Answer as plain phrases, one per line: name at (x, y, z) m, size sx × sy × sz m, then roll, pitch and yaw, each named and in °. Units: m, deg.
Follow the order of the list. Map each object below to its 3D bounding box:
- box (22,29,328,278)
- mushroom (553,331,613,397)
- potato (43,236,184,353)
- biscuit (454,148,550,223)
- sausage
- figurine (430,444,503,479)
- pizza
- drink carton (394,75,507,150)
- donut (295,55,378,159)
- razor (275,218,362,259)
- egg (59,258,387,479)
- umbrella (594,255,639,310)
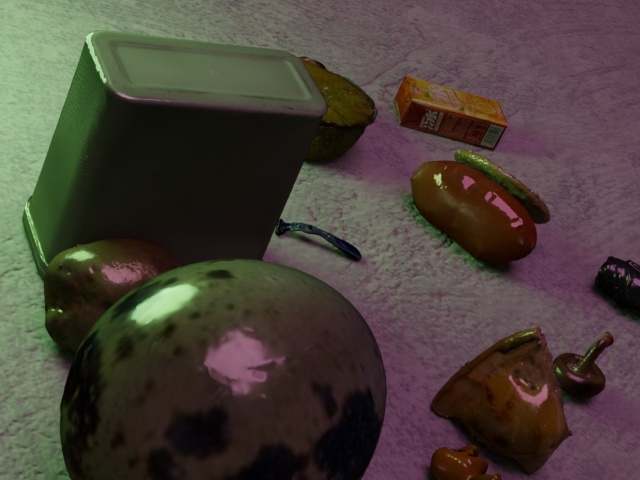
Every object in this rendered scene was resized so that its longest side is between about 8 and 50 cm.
box at (-0.207, -0.106, 1.602) m, size 0.352 × 0.343 × 0.177 m, roll 1°, pitch 45°, yaw -32°
mushroom at (0.438, 0.206, 1.833) m, size 0.129 × 0.072 × 0.088 m, roll -40°, pitch 51°, yaw -17°
potato at (-0.271, 0.075, 1.506) m, size 0.201 × 0.154 × 0.137 m, roll -5°, pitch 20°, yaw -20°
biscuit at (0.339, -0.100, 2.100) m, size 0.220 × 0.033 × 0.220 m, roll 37°, pitch -4°, yaw 3°
sausage at (0.279, -0.056, 2.027) m, size 0.258 × 0.133 × 0.133 m, roll 39°, pitch 37°, yaw 21°
figurine at (0.199, 0.350, 1.512) m, size 0.122 × 0.121 × 0.176 m, roll -25°, pitch 41°, yaw -16°
pizza at (0.284, 0.232, 1.615) m, size 0.188 × 0.204 × 0.080 m, roll 40°, pitch 27°, yaw 8°
drink carton at (0.271, -0.266, 2.333) m, size 0.223 × 0.071 × 0.096 m, roll 12°, pitch 38°, yaw -17°
donut at (-0.033, -0.251, 2.105) m, size 0.272 × 0.107 × 0.272 m, roll 18°, pitch 31°, yaw -11°
razor at (0.001, -0.004, 1.871) m, size 0.155 × 0.028 × 0.044 m, roll 21°, pitch 36°, yaw -7°
egg at (-0.100, 0.192, 1.299) m, size 0.345 × 0.345 × 0.428 m, roll 40°, pitch 25°, yaw 19°
umbrella at (0.656, 0.136, 2.054) m, size 0.326 × 0.094 × 0.090 m, roll 33°, pitch -8°, yaw 12°
